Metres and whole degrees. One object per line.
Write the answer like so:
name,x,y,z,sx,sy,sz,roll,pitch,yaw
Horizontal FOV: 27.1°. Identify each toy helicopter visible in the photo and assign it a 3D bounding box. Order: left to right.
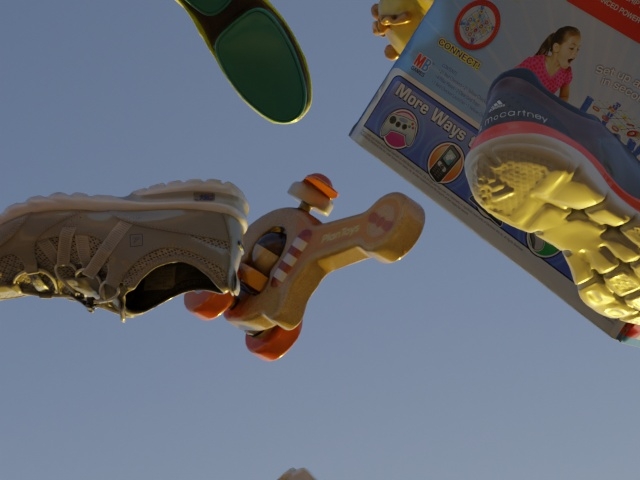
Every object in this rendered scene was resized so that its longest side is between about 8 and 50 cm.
toy helicopter,0.000,0.000,1.648,0.140,0.235,0.355,37,-34,-29

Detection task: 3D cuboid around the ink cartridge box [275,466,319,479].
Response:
ink cartridge box,0.006,0.348,1.054,0.207,0.117,0.283,-42,-99,-7

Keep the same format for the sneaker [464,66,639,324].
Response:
sneaker,0.123,-0.020,0.559,0.061,0.065,0.158,-20,-43,36

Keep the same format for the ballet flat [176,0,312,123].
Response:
ballet flat,-0.082,-0.212,1.220,0.077,0.077,0.231,-34,-71,16

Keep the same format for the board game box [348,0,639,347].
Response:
board game box,0.220,-0.124,1.043,0.086,0.308,0.302,17,-70,-54

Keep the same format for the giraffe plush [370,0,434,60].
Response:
giraffe plush,0.130,-0.231,1.324,0.210,0.181,0.170,9,-16,-22

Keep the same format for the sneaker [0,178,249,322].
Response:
sneaker,-0.203,0.021,1.217,0.281,0.115,0.105,-12,-30,10
